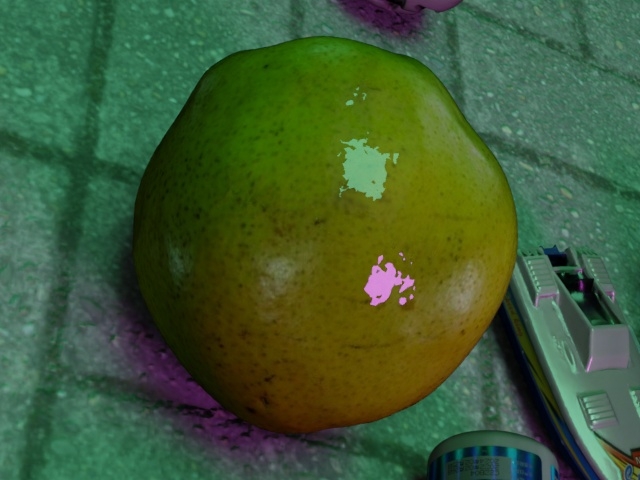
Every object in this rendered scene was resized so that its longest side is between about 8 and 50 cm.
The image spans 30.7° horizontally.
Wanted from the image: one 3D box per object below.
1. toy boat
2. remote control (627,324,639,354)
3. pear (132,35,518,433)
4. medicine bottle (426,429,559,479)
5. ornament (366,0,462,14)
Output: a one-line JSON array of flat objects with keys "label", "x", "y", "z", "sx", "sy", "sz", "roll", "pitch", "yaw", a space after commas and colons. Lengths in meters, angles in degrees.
[{"label": "toy boat", "x": 0.255, "y": 0.136, "z": 1.066, "sx": 0.129, "sy": 0.088, "sz": 0.295, "roll": 0, "pitch": 59, "yaw": -34}, {"label": "remote control", "x": 0.308, "y": 0.139, "z": 1.149, "sx": 0.053, "sy": 0.018, "sz": 0.125, "roll": 3, "pitch": 58, "yaw": -31}, {"label": "pear", "x": 0.000, "y": 0.000, "z": 0.866, "sx": 0.294, "sy": 0.294, "sz": 0.294, "roll": 18, "pitch": 51, "yaw": -23}, {"label": "medicine bottle", "x": 0.131, "y": 0.250, "z": 0.889, "sx": 0.107, "sy": 0.107, "sz": 0.192, "roll": 23, "pitch": 49, "yaw": -19}, {"label": "ornament", "x": 0.094, "y": -0.330, "z": 1.236, "sx": 0.177, "sy": 0.177, "sz": 0.178, "roll": 18, "pitch": 51, "yaw": -23}]
